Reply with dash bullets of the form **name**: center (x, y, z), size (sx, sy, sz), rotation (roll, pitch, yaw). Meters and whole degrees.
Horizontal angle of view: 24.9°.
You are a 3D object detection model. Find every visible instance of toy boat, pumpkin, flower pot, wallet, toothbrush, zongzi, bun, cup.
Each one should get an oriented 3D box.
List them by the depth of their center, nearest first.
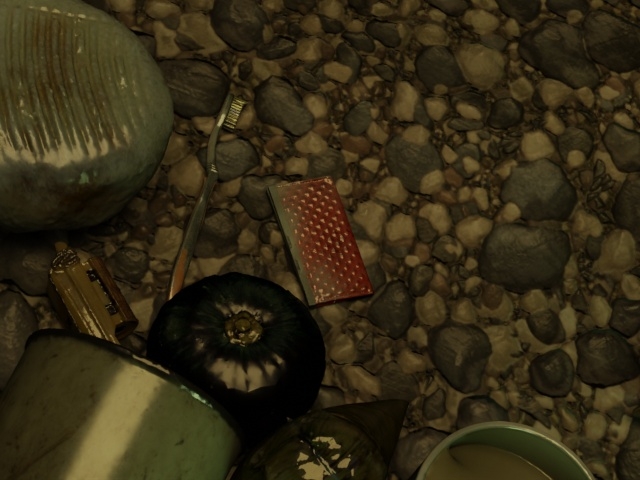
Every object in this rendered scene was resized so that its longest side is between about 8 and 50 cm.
- **flower pot**: center (-0.286, 0.312, 1.680), size (0.293, 0.293, 0.330), rotation (26, 66, 1)
- **cup**: center (0.184, 0.416, 1.698), size (0.237, 0.327, 0.323), rotation (-3, 62, -16)
- **zongzi**: center (0.044, 0.251, 1.765), size (0.360, 0.323, 0.160), rotation (-35, 83, -32)
- **pumpkin**: center (-0.110, 0.152, 1.868), size (0.233, 0.163, 0.233), rotation (7, 58, -11)
- **toy boat**: center (-0.291, 0.100, 1.907), size (0.088, 0.068, 0.226), rotation (-23, 69, -30)
- **bun**: center (-0.380, -0.165, 1.948), size (0.362, 0.211, 0.362), rotation (5, 58, -9)
- **toothbrush**: center (-0.167, -0.059, 2.049), size (0.037, 0.028, 0.375), rotation (22, 58, -10)
- **wallet**: center (0.000, 0.000, 2.062), size (0.103, 0.020, 0.196), rotation (-12, 65, -19)

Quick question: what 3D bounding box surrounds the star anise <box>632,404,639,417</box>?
- **star anise**: center (0.548, 0.222, 2.045), size (0.212, 0.073, 0.197), rotation (17, 61, -7)
